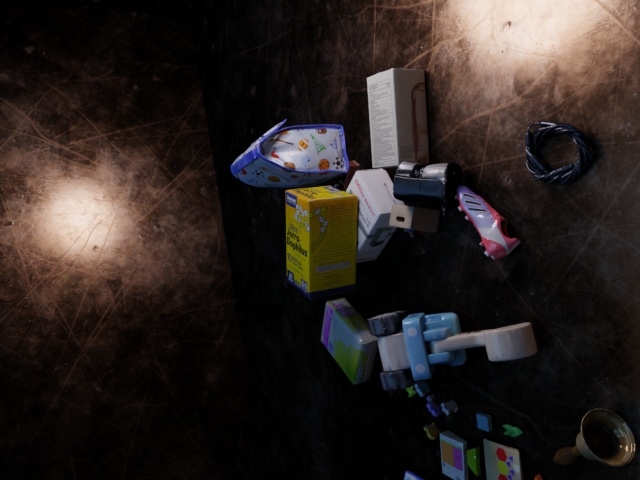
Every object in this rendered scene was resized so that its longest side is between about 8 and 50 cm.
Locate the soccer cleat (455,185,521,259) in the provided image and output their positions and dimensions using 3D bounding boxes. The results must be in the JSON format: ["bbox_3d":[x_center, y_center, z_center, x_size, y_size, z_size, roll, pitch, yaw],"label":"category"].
[{"bbox_3d":[0.458,-0.063,1.505,0.095,0.083,0.247,-36,55,26],"label":"soccer cleat"}]

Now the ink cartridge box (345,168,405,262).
[{"bbox_3d":[0.166,-0.088,1.968,0.211,0.122,0.289,65,148,30],"label":"ink cartridge box"}]

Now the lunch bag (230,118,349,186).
[{"bbox_3d":[-0.135,-0.335,2.189,0.328,0.386,0.238,-17,82,62],"label":"lunch bag"}]

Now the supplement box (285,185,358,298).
[{"bbox_3d":[0.000,0.000,1.964,0.194,0.196,0.356,29,123,58],"label":"supplement box"}]

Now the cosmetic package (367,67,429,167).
[{"bbox_3d":[0.247,-0.384,1.742,0.153,0.129,0.295,10,106,62],"label":"cosmetic package"}]

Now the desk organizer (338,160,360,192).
[{"bbox_3d":[0.109,-0.242,2.113,0.047,0.050,0.130,49,137,46],"label":"desk organizer"}]

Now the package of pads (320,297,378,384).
[{"bbox_3d":[0.115,0.395,2.205,0.296,0.101,0.229,46,136,47],"label":"package of pads"}]

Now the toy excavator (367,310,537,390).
[{"bbox_3d":[0.375,0.296,1.607,0.433,0.446,0.222,15,-117,-76],"label":"toy excavator"}]

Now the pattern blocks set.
[{"bbox_3d":[0.534,0.676,1.576,0.285,0.026,0.324,15,110,60],"label":"pattern blocks set"}]

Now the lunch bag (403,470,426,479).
[{"bbox_3d":[0.352,0.889,1.892,0.129,0.096,0.151,-4,103,62],"label":"lunch bag"}]

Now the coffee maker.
[{"bbox_3d":[0.308,-0.150,1.608,0.178,0.120,0.171,7,68,40],"label":"coffee maker"}]

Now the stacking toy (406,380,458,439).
[{"bbox_3d":[0.360,0.531,1.837,0.221,0.052,0.166,59,144,37],"label":"stacking toy"}]

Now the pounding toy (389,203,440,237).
[{"bbox_3d":[0.297,-0.057,1.749,0.141,0.130,0.100,14,97,60],"label":"pounding toy"}]

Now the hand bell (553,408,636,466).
[{"bbox_3d":[0.625,0.502,1.314,0.242,0.126,0.126,105,146,-56],"label":"hand bell"}]

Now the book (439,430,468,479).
[{"bbox_3d":[0.434,0.703,1.764,0.096,0.035,0.144,9,105,57],"label":"book"}]

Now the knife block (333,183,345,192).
[{"bbox_3d":[0.041,-0.113,2.194,0.242,0.276,0.088,-36,59,21],"label":"knife block"}]

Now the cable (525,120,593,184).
[{"bbox_3d":[0.558,-0.204,1.297,0.184,0.047,0.150,31,123,55],"label":"cable"}]
